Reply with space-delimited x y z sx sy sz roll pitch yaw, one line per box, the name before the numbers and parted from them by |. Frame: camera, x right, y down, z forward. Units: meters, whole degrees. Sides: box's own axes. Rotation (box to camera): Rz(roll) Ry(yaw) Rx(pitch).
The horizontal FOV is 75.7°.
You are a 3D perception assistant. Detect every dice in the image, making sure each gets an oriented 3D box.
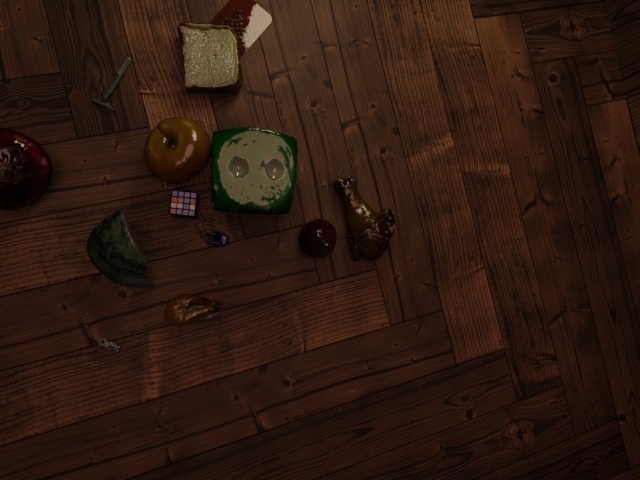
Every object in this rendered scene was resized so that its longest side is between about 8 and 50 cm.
dice | -0.244 -0.244 1.500 0.301 0.297 0.286 2 89 -13

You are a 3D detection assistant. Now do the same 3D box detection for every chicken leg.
chicken leg | 0.190 -0.096 1.670 0.212 0.140 0.360 -14 94 -5

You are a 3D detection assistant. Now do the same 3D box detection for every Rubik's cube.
Rubik's cube | -0.508 -0.133 1.538 0.092 0.092 0.092 5 85 -12

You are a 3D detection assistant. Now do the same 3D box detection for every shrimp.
shrimp | -0.476 0.252 1.550 0.217 0.051 0.115 -11 88 -11

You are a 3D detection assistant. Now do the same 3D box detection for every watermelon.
watermelon | -0.694 0.058 1.462 0.176 0.256 0.260 -19 82 -57

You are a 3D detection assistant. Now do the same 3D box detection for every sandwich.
sandwich | -0.422 -0.700 1.587 0.227 0.087 0.250 -6 91 -10

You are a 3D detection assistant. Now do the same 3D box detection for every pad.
pad | -0.335 -0.860 1.657 0.181 0.004 0.267 38 81 -8

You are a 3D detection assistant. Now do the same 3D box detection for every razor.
razor | -0.762 -0.593 1.532 0.084 0.036 0.211 26 83 -12

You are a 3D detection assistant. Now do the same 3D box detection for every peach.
peach | -0.524 -0.333 1.506 0.252 0.153 0.250 -4 68 11

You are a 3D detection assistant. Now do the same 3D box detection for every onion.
onion | -1.062 -0.247 1.381 0.273 0.285 0.272 -21 127 -30

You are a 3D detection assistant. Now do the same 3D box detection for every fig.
fig | -0.018 -0.002 1.609 0.148 0.202 0.149 48 114 7

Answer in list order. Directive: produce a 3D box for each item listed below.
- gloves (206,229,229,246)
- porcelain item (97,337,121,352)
gloves | -0.398 -0.004 1.590 0.086 0.026 0.064 20 85 -11
porcelain item | -0.766 0.379 1.490 0.083 0.028 0.036 27 65 -9
